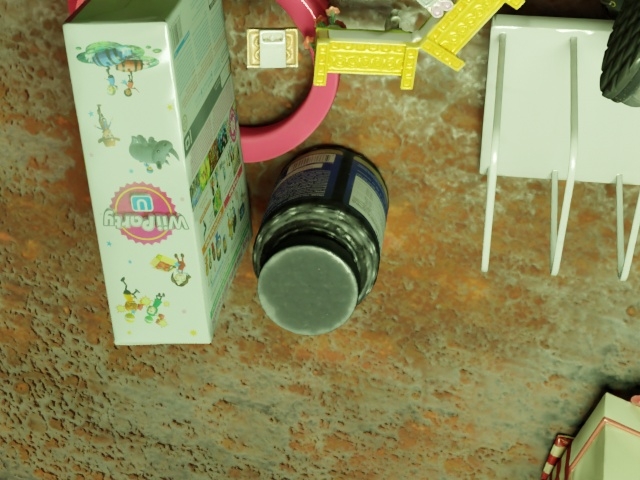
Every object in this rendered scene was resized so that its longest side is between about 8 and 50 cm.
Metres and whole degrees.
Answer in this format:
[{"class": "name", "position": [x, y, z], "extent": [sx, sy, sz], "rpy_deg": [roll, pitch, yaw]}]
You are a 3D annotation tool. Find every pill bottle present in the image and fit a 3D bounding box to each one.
[{"class": "pill bottle", "position": [0.000, 0.000, 1.313], "extent": [0.123, 0.219, 0.122], "rpy_deg": [3, 115, 6]}]

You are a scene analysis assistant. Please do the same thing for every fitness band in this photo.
[{"class": "fitness band", "position": [-0.112, -0.208, 1.329], "extent": [0.291, 0.054, 0.209], "rpy_deg": [43, 116, -11]}]

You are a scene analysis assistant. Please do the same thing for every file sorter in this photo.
[{"class": "file sorter", "position": [0.288, -0.072, 1.237], "extent": [0.278, 0.173, 0.192], "rpy_deg": [4, 139, 6]}]

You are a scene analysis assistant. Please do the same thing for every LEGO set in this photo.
[{"class": "LEGO set", "position": [0.071, -0.222, 1.244], "extent": [0.287, 0.107, 0.132], "rpy_deg": [-25, 128, 18]}]

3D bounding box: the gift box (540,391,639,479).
[{"class": "gift box", "position": [0.359, 0.321, 1.391], "extent": [0.255, 0.258, 0.276], "rpy_deg": [27, 124, -5]}]

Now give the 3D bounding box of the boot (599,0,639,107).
[{"class": "boot", "position": [0.397, -0.204, 1.136], "extent": [0.223, 0.118, 0.338], "rpy_deg": [36, 74, -6]}]

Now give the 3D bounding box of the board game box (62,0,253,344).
[{"class": "board game box", "position": [-0.140, -0.088, 1.238], "extent": [0.098, 0.224, 0.303], "rpy_deg": [-2, 116, 9]}]

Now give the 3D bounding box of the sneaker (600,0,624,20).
[{"class": "sneaker", "position": [0.259, -0.249, 1.239], "extent": [0.222, 0.083, 0.118], "rpy_deg": [18, 116, -2]}]
